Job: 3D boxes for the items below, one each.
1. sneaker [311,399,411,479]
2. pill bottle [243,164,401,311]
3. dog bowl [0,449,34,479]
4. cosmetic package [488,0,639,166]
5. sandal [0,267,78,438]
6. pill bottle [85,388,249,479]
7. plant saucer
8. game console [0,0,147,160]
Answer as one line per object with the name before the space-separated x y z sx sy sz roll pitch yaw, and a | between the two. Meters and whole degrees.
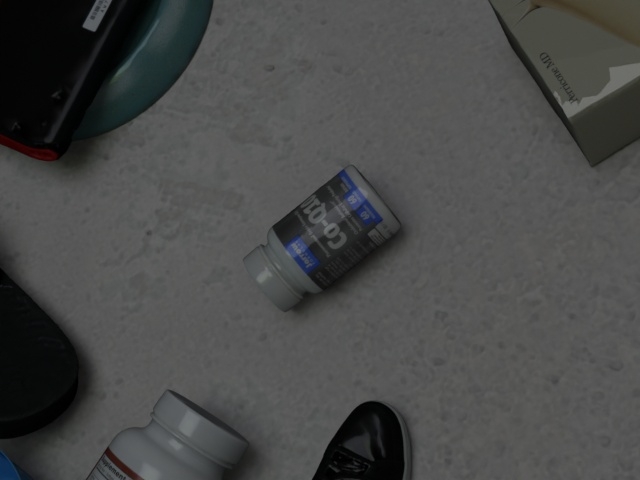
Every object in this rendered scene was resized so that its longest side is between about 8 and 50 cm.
sneaker | 0.010 0.232 1.154 0.079 0.121 0.217 15 78 24
pill bottle | 0.000 0.000 1.264 0.137 0.078 0.078 -39 63 5
dog bowl | -0.392 0.309 1.311 0.297 0.074 0.166 -30 64 9
cosmetic package | 0.324 -0.223 1.199 0.309 0.113 0.160 -33 64 7
sandal | -0.405 0.014 1.370 0.445 0.107 0.167 37 53 22
pill bottle | -0.160 0.247 1.216 0.121 0.121 0.216 31 84 27
plant saucer | -0.268 -0.262 1.482 0.317 0.044 0.318 -7 69 19
game console | -0.327 -0.305 1.472 0.342 0.060 0.387 23 82 21
